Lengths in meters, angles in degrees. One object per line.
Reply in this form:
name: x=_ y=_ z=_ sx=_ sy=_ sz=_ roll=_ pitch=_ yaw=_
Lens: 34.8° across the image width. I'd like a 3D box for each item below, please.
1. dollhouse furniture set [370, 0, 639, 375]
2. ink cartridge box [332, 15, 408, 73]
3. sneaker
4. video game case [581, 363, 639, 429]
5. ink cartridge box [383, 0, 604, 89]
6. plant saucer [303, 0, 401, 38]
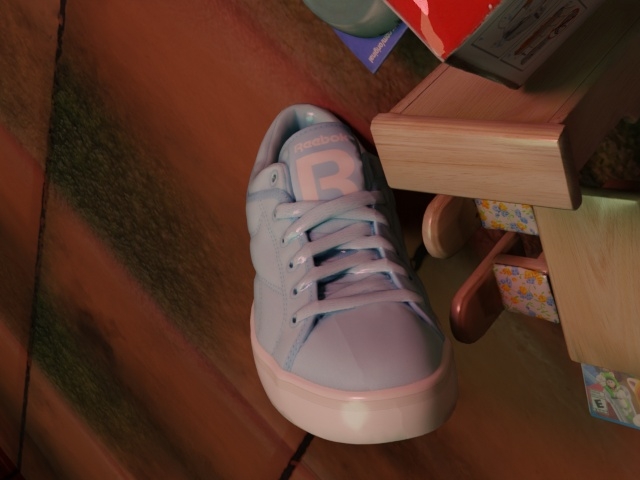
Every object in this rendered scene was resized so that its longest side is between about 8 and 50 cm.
dollhouse furniture set: x=0.147 y=-0.003 z=0.587 sx=0.212 sy=0.161 sz=0.242 roll=9 pitch=132 yaw=41
ink cartridge box: x=-0.006 y=-0.288 z=0.700 sx=0.311 sy=0.065 sz=0.186 roll=54 pitch=145 yaw=9
sneaker: x=0.000 y=0.000 z=0.740 sx=0.366 sy=0.135 sz=0.150 roll=-118 pitch=16 yaw=-62
video game case: x=0.233 y=0.067 z=0.723 sx=0.119 sy=0.015 sz=0.166 roll=10 pitch=124 yaw=47
ink cartridge box: x=0.083 y=-0.269 z=0.418 sx=0.272 sy=0.130 sz=0.309 roll=48 pitch=109 yaw=14
plant saucer: x=0.012 y=-0.190 z=0.684 sx=0.119 sy=0.021 sz=0.119 roll=31 pitch=138 yaw=34
